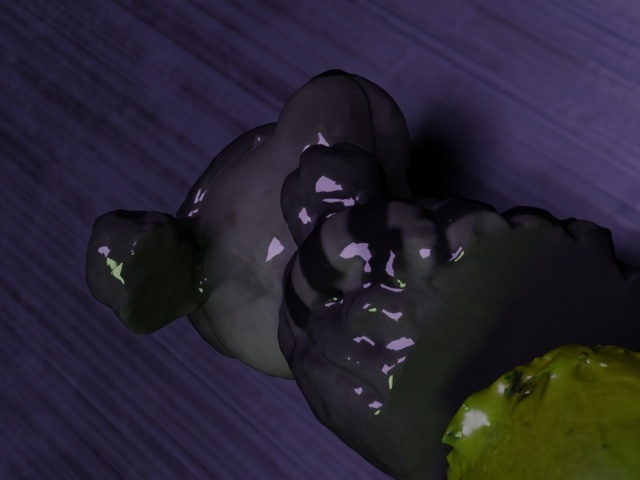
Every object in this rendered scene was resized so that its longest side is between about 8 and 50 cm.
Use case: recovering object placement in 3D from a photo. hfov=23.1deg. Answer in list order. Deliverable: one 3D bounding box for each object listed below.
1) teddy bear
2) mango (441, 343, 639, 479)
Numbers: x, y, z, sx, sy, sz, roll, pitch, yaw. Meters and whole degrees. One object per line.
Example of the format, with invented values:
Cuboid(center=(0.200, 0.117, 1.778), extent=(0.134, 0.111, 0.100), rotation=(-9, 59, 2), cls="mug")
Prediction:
Cuboid(center=(0.001, 0.005, 0.672), extent=(0.251, 0.171, 0.144), rotation=(25, 106, 37), cls="teddy bear")
Cuboid(center=(0.091, 0.120, 0.578), extent=(0.178, 0.100, 0.119), rotation=(-59, 37, 27), cls="mango")
